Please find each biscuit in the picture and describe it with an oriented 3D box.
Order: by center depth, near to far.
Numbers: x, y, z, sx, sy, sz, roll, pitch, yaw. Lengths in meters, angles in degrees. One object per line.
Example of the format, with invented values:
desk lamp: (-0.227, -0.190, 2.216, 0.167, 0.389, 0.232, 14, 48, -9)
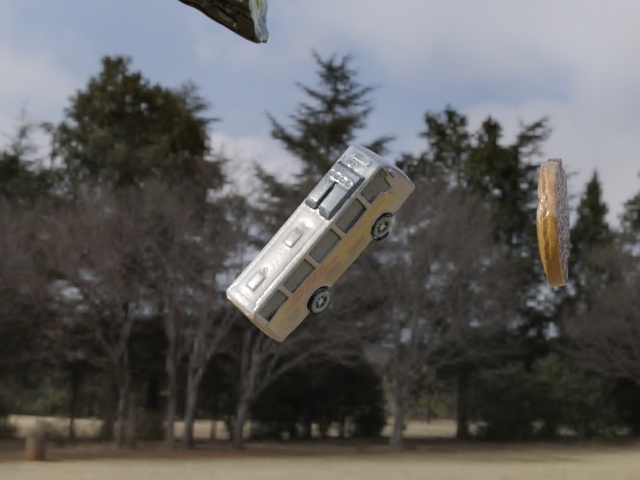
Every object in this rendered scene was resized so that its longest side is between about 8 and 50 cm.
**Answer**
biscuit: (0.378, -0.039, 1.700, 0.044, 0.202, 0.289, -4, 19, 15)

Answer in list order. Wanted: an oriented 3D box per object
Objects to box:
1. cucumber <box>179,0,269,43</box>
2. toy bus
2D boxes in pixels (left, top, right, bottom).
cucumber: (-0.143, -0.245, 0.806, 0.265, 0.077, 0.077, 29, -7, 7)
toy bus: (0.000, 0.000, 1.679, 0.097, 0.342, 0.138, 37, -4, 38)
